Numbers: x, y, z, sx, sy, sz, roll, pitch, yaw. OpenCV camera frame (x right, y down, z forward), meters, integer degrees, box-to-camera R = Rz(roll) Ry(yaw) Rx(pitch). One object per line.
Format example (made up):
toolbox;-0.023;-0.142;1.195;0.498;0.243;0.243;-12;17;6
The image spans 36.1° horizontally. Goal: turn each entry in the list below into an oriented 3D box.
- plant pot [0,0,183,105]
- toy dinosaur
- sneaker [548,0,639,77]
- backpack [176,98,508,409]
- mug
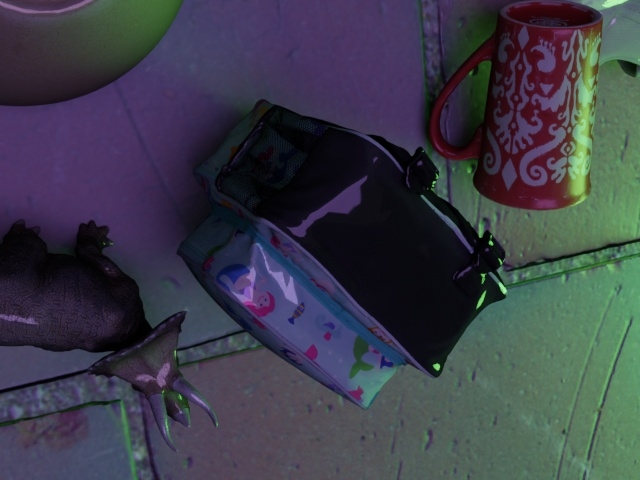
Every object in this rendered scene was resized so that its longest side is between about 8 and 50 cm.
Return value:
plant pot;-0.208;-0.225;0.691;0.284;0.191;0.284;-6;107;-21
toy dinosaur;-0.224;0.043;0.776;0.313;0.160;0.121;25;94;-27
sneaker;0.337;-0.230;0.972;0.262;0.099;0.121;-15;117;-10
backpack;0.000;0.000;0.805;0.191;0.253;0.225;-46;119;0
mug;0.186;-0.125;0.903;0.150;0.113;0.169;-7;120;-12
